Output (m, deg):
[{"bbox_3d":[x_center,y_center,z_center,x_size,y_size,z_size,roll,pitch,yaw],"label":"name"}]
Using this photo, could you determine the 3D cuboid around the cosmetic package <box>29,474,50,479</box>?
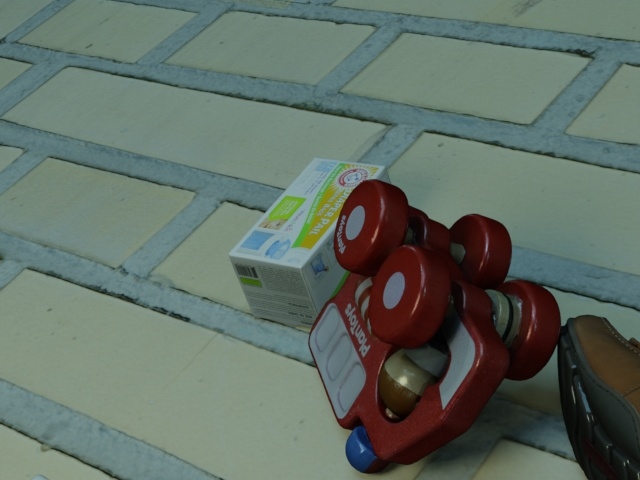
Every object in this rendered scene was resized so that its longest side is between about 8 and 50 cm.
[{"bbox_3d":[-0.159,0.397,1.066,0.453,0.161,0.230,18,50,41],"label":"cosmetic package"}]

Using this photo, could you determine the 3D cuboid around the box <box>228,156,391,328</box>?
[{"bbox_3d":[0.000,0.000,1.571,0.114,0.103,0.203,9,44,35],"label":"box"}]

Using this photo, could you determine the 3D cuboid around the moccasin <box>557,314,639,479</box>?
[{"bbox_3d":[0.314,0.166,1.152,0.147,0.139,0.380,-11,16,-7],"label":"moccasin"}]

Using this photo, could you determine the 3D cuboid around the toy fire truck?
[{"bbox_3d":[0.089,0.102,1.320,0.169,0.254,0.302,17,26,-26],"label":"toy fire truck"}]
